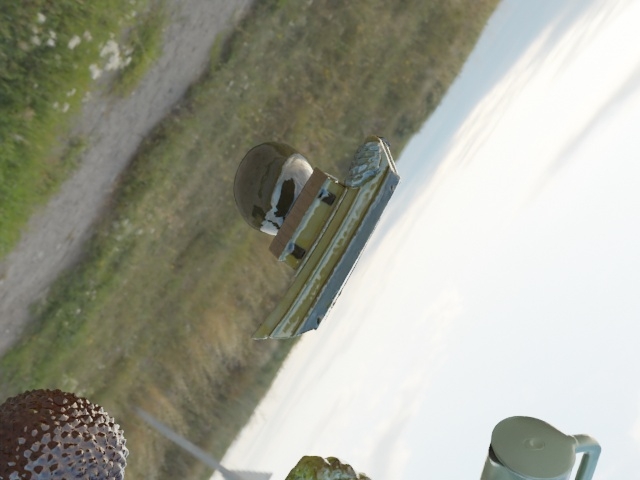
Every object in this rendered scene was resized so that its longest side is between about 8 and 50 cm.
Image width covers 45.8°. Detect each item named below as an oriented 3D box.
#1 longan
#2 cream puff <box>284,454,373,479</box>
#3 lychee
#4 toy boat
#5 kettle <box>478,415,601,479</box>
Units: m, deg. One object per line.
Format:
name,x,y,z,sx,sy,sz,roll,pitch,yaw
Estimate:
longan,-0.096,-0.105,1.614,0.198,0.198,0.212,-58,168,-21
cream puff,0.014,0.682,1.911,0.281,0.282,0.185,-58,175,-33
lychee,-0.524,0.420,1.447,0.276,0.304,0.275,-177,-90,-87
toy boat,0.000,0.000,1.412,0.445,0.162,0.136,-62,175,9
kettle,0.505,0.600,1.804,0.205,0.265,0.318,-57,156,-55
